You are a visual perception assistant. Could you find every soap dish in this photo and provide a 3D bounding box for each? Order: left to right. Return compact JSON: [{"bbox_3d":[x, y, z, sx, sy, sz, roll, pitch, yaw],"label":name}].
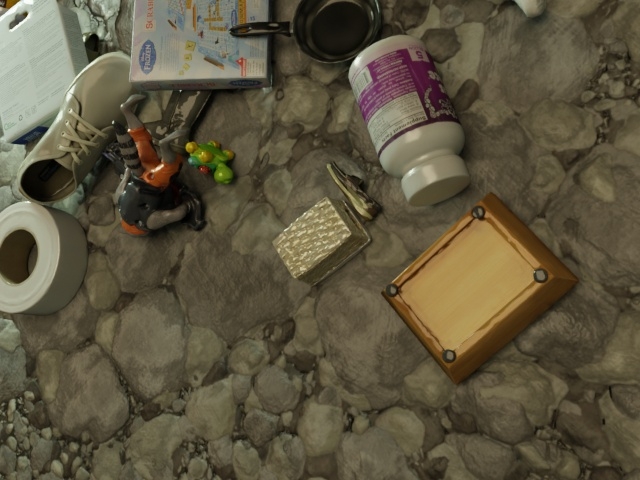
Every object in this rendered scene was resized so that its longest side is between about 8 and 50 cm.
[{"bbox_3d":[0.273,0.083,1.225,0.291,0.118,0.229,-44,66,13],"label":"soap dish"}]

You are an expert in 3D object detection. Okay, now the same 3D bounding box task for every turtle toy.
[{"bbox_3d":[-0.247,-0.178,1.540,0.130,0.095,0.066,35,118,27],"label":"turtle toy"}]

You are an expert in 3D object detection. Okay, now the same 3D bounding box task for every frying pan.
[{"bbox_3d":[-0.022,-0.446,1.474,0.326,0.053,0.197,-24,74,11],"label":"frying pan"}]

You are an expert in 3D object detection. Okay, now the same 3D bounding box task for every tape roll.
[{"bbox_3d":[-0.733,0.047,1.719,0.286,0.100,0.286,-4,80,25],"label":"tape roll"}]

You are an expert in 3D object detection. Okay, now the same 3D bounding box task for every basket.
[{"bbox_3d":[0.000,0.000,1.377,0.167,0.103,0.113,-39,68,14],"label":"basket"}]

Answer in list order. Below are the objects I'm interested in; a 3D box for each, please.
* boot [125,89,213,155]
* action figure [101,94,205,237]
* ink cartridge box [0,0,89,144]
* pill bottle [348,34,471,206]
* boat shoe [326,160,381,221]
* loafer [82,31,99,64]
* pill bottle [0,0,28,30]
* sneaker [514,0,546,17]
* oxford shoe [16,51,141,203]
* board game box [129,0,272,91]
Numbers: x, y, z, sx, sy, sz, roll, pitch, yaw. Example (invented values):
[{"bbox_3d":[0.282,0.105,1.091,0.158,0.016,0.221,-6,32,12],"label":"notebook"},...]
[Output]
[{"bbox_3d":[-0.357,-0.324,1.621,0.189,0.076,0.209,19,96,13],"label":"boot"},{"bbox_3d":[-0.425,-0.154,1.534,0.341,0.178,0.330,30,127,24],"label":"action figure"},{"bbox_3d":[-0.746,-0.464,1.787,0.324,0.071,0.330,-19,81,31],"label":"ink cartridge box"},{"bbox_3d":[0.176,-0.225,1.297,0.169,0.169,0.302,-25,71,19],"label":"pill bottle"},{"bbox_3d":[0.070,-0.108,1.395,0.049,0.056,0.152,-39,76,9],"label":"boat shoe"},{"bbox_3d":[-0.613,-0.484,1.776,0.050,0.056,0.148,-11,75,47],"label":"loafer"},{"bbox_3d":[-0.875,-0.678,1.905,0.117,0.117,0.215,3,82,26],"label":"pill bottle"},{"bbox_3d":[0.357,-0.509,1.319,0.115,0.090,0.232,-30,60,25],"label":"sneaker"},{"bbox_3d":[-0.585,-0.257,1.649,0.449,0.169,0.130,-49,30,10],"label":"oxford shoe"},{"bbox_3d":[-0.271,-0.508,1.564,0.318,0.066,0.319,0,80,5],"label":"board game box"}]
